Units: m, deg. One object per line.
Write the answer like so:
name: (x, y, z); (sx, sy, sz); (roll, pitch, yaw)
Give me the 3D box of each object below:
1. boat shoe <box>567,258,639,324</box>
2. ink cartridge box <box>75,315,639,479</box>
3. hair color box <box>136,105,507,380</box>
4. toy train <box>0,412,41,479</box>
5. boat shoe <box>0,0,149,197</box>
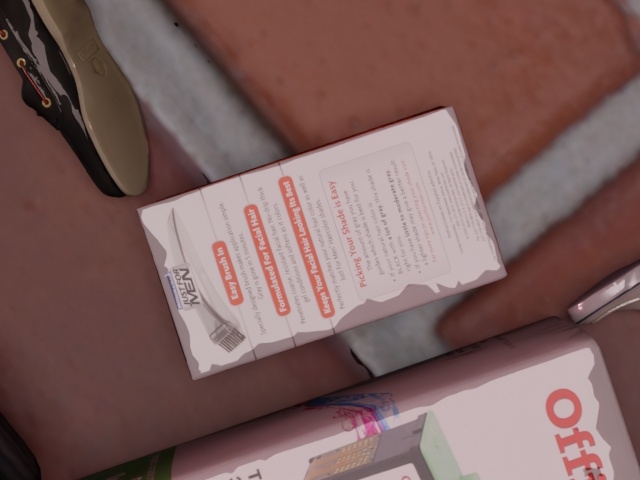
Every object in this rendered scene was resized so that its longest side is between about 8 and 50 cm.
boat shoe: (0.177, 0.023, 0.981); (0.100, 0.035, 0.035); (-29, 89, -7)
ink cartridge box: (0.032, 0.177, 0.939); (0.278, 0.117, 0.201); (-19, 92, -1)
hair color box: (0.000, 0.000, 0.966); (0.167, 0.053, 0.093); (-18, 93, -2)
toy train: (-0.289, 0.067, 0.915); (0.190, 0.142, 0.334); (-38, 99, -6)
boat shoe: (-0.128, -0.080, 0.967); (0.042, 0.049, 0.133); (-22, 100, 27)
